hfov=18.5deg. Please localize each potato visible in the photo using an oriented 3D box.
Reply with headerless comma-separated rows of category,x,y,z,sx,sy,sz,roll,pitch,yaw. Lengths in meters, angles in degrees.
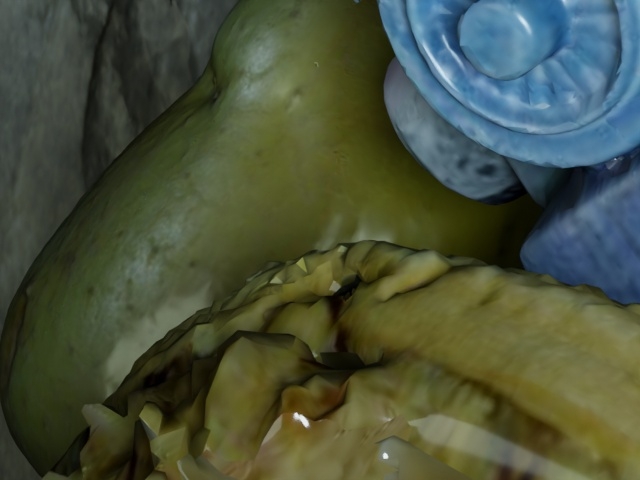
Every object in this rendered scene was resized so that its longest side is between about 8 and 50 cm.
potato,0.000,0.000,0.562,0.157,0.157,0.194,39,108,45

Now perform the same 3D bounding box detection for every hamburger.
hamburger,0.018,0.155,0.380,0.318,0.195,0.277,28,143,35

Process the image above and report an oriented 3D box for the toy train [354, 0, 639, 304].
toy train,0.148,-0.052,0.355,0.202,0.131,0.300,52,136,0
